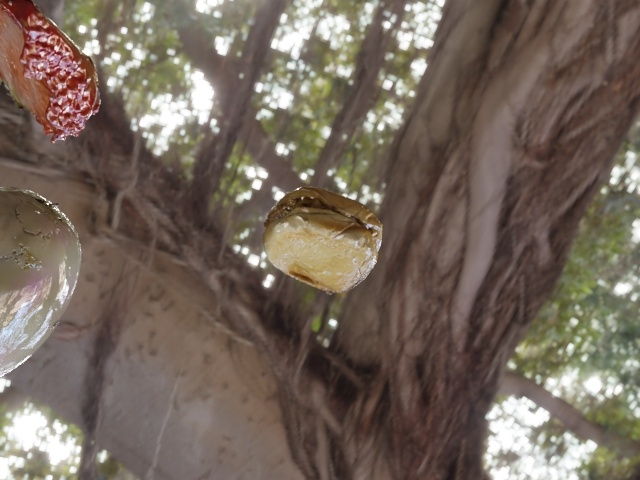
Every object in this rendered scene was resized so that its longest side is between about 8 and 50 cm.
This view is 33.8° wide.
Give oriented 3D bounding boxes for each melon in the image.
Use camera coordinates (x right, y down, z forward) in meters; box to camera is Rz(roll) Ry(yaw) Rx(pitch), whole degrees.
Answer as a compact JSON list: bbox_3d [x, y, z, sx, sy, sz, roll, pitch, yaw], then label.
[{"bbox_3d":[-0.474,0.064,1.506,0.223,0.317,0.223,37,-163,-13],"label":"melon"}]

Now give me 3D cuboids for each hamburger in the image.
[{"bbox_3d":[0.000,-0.001,1.847,0.213,0.214,0.108,21,-128,-3],"label":"hamburger"}]

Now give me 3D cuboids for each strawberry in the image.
[{"bbox_3d":[-0.169,-0.112,0.621,0.048,0.152,0.104,-41,-88,-18],"label":"strawberry"}]
